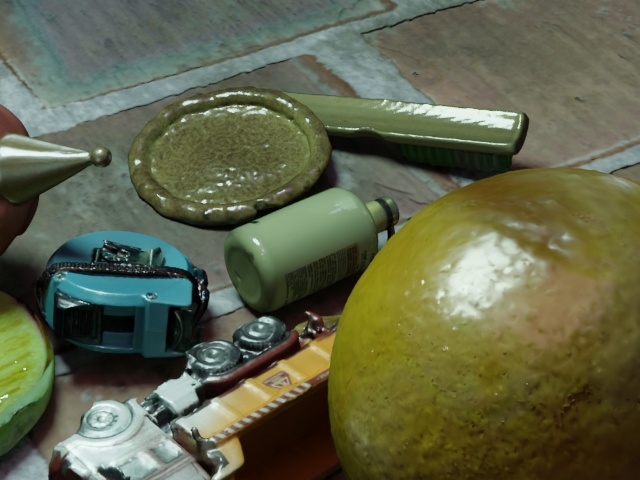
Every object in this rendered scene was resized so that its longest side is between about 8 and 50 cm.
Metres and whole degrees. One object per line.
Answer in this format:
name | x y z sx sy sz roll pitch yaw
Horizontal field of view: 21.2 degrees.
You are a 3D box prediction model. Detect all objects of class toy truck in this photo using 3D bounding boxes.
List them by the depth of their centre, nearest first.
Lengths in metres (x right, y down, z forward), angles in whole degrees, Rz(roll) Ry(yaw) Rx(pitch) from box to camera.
toy truck | -0.065 0.154 1.279 0.270 0.114 0.135 -28 42 -34

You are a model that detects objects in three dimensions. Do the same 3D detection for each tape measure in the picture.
tape measure | -0.166 0.045 1.435 0.146 0.081 0.125 4 27 -7

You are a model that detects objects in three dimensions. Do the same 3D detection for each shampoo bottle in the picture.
shampoo bottle | 0.000 0.000 1.494 0.162 0.079 0.079 -24 45 -27

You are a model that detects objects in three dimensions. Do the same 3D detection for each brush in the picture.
brush | 0.064 -0.109 1.660 0.282 0.048 0.054 8 48 23

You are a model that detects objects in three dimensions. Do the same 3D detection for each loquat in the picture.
loquat | 0.184 0.109 1.146 0.359 0.328 0.328 -7 24 48

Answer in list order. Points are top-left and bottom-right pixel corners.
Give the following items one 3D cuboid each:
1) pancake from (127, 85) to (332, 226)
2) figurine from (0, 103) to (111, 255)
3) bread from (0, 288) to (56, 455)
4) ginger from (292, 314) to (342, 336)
pancake | -0.088 -0.082 1.629 0.199 0.021 0.199 -5 44 5
figurine | -0.350 -0.041 1.442 0.387 0.207 0.166 1 60 14
bread | -0.366 0.117 1.373 0.301 0.045 0.301 1 36 -1
ginger | 0.058 0.082 1.407 0.165 0.067 0.096 -21 41 -6
